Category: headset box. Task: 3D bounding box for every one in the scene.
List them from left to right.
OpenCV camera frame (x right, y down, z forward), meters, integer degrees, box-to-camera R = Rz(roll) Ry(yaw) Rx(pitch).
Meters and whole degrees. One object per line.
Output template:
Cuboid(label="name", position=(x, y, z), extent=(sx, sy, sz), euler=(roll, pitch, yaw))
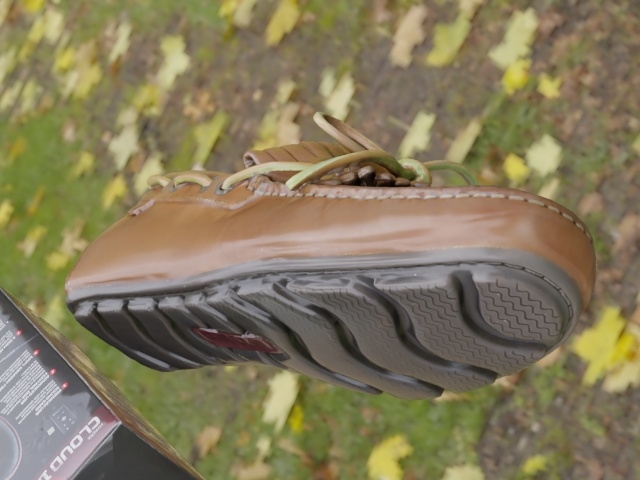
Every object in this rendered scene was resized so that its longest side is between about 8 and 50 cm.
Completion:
Cuboid(label="headset box", position=(-0.221, 0.188, 1.144), extent=(0.218, 0.110, 0.293), euler=(-50, 35, -5))

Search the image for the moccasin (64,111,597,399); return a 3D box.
Cuboid(label="moccasin", position=(0.002, 0.002, 0.869), extent=(0.380, 0.139, 0.147), euler=(-8, 51, 59))
